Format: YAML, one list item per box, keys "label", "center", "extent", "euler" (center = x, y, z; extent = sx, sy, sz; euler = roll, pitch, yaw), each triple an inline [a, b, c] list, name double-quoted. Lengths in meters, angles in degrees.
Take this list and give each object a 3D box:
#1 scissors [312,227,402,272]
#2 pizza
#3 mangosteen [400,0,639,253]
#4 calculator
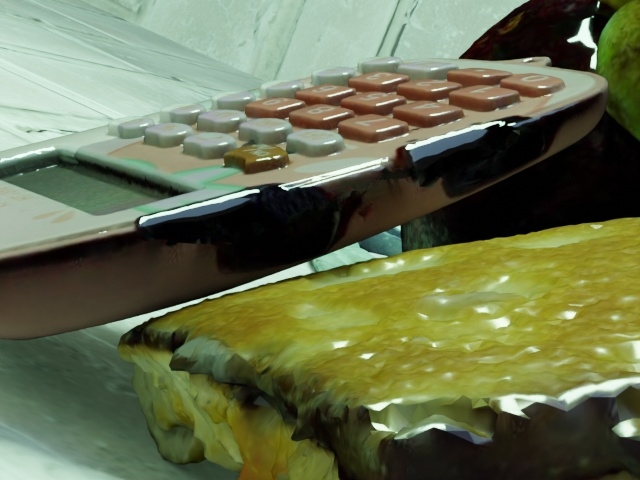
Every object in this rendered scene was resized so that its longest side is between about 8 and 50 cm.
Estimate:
- label: "scissors"
  center: [0.000, 0.000, 1.267]
  extent: [0.256, 0.029, 0.383]
  euler: [20, 9, -18]
- label: "pizza"
  center: [0.101, 0.058, 0.503]
  extent: [0.409, 0.114, 0.278]
  euler: [-5, 15, 23]
- label: "mangosteen"
  center: [0.190, -0.015, 0.873]
  extent: [0.311, 0.311, 0.311]
  euler: [22, 7, -3]
- label: "calculator"
  center: [-0.032, -0.030, 0.711]
  extent: [0.330, 0.048, 0.220]
  euler: [-19, 16, -25]
